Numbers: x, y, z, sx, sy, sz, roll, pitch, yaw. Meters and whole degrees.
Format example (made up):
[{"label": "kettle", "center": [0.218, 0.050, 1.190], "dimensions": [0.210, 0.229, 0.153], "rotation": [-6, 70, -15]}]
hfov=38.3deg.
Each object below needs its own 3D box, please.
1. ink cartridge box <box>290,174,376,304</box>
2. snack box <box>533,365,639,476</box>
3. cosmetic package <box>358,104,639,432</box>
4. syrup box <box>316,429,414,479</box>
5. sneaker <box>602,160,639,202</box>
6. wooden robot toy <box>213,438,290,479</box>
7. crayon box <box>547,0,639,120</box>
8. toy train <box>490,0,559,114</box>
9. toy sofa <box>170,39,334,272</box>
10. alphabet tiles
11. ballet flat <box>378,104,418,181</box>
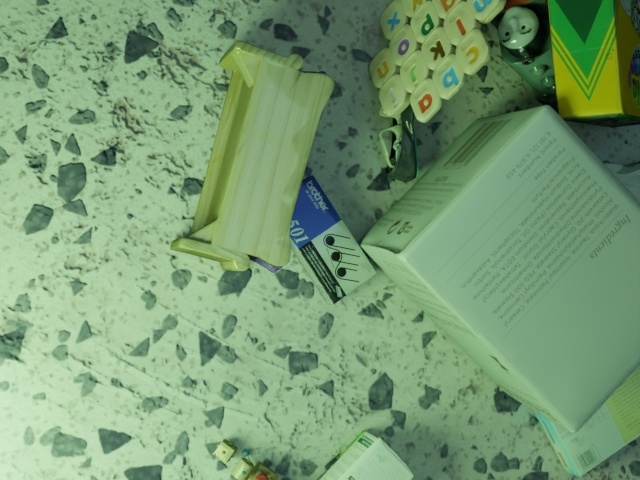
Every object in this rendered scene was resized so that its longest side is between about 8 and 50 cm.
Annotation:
[{"label": "ink cartridge box", "center": [0.000, 0.000, 1.602], "dimensions": [0.097, 0.046, 0.207], "rotation": [-34, 95, -14]}, {"label": "snack box", "center": [0.551, 0.270, 1.712], "dimensions": [0.321, 0.060, 0.187], "rotation": [-29, 95, -13]}, {"label": "cosmetic package", "center": [0.333, 0.036, 1.518], "dimensions": [0.393, 0.329, 0.327], "rotation": [45, 86, -8]}, {"label": "syrup box", "center": [0.037, 0.444, 1.566], "dimensions": [0.237, 0.093, 0.096], "rotation": [-44, 98, -11]}, {"label": "sneaker", "center": [0.584, -0.091, 1.732], "dimensions": [0.232, 0.090, 0.115], "rotation": [-1, 94, -4]}, {"label": "wooden robot toy", "center": [-0.115, 0.414, 1.547], "dimensions": [0.173, 0.076, 0.079], "rotation": [36, 91, -9]}, {"label": "crayon box", "center": [0.469, -0.348, 1.499], "dimensions": [0.106, 0.363, 0.313], "rotation": [-6, 92, 30]}, {"label": "toy train", "center": [0.387, -0.348, 1.590], "dimensions": [0.142, 0.334, 0.190], "rotation": [-16, 69, 28]}, {"label": "toy sofa", "center": [-0.115, -0.129, 1.528], "dimensions": [0.177, 0.150, 0.363], "rotation": [15, 84, -16]}, {"label": "alphabet tiles", "center": [0.190, -0.343, 1.548], "dimensions": [0.021, 0.284, 0.278], "rotation": [18, 41, -36]}, {"label": "ballet flat", "center": [0.138, -0.205, 1.633], "dimensions": [0.074, 0.074, 0.203], "rotation": [0, 90, -13]}]
